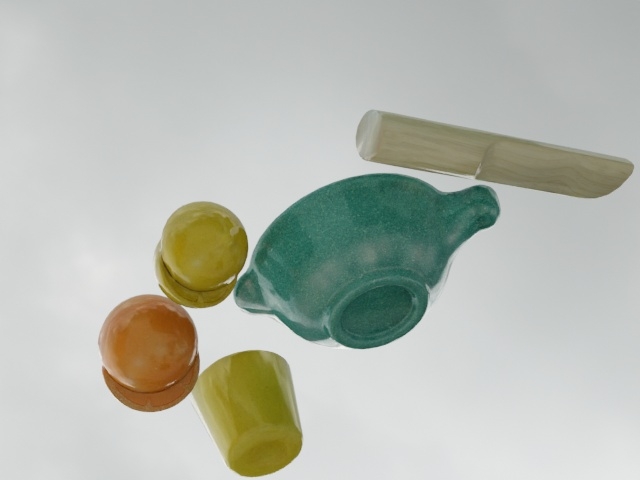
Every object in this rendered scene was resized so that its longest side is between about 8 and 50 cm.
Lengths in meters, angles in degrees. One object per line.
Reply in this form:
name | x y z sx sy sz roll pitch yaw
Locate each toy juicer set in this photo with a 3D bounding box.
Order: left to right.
toy juicer set | 0.000 0.000 1.162 0.329 0.089 0.209 -41 -44 20
